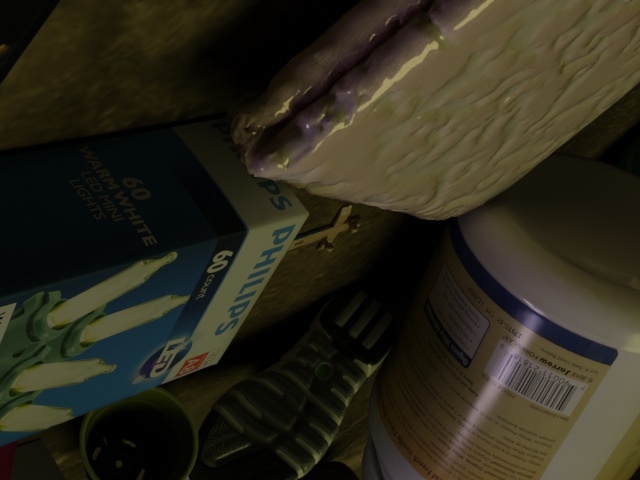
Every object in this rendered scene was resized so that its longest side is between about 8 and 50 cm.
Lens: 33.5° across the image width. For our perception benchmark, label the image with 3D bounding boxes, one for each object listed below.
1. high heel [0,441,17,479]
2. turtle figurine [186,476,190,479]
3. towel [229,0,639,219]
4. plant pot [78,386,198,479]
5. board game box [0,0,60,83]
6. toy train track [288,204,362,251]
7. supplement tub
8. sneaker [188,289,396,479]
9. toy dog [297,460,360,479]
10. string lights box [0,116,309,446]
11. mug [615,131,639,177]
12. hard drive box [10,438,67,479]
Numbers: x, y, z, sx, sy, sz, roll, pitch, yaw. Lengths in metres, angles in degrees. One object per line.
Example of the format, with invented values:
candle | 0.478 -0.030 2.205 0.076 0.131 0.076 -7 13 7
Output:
high heel | -0.269 0.218 0.657 0.377 0.127 0.181 -43 -172 51
turtle figurine | -0.206 0.311 0.939 0.266 0.274 0.198 -28 -170 33
towel | 0.135 -0.125 0.585 0.317 0.053 0.332 -40 163 16
plant pot | -0.139 0.153 0.768 0.083 0.083 0.079 -25 169 -30
board game box | -0.145 -0.111 0.248 0.165 0.042 0.243 -47 157 22
toy train track | 0.000 0.000 0.747 0.083 0.014 0.048 -19 152 -39
supplement tub | 0.173 0.109 0.884 0.228 0.228 0.316 -17 139 -43
sneaker | -0.031 0.145 0.861 0.229 0.086 0.132 -40 171 -38
toy dog | -0.070 0.421 1.219 0.408 0.285 0.395 -23 136 -37
string lights box | -0.142 0.029 0.491 0.260 0.076 0.133 -17 149 -43
mug | 0.345 -0.042 1.032 0.157 0.130 0.097 -63 161 -17
hard drive box | -0.228 0.284 0.735 0.089 0.181 0.232 -12 148 -49
